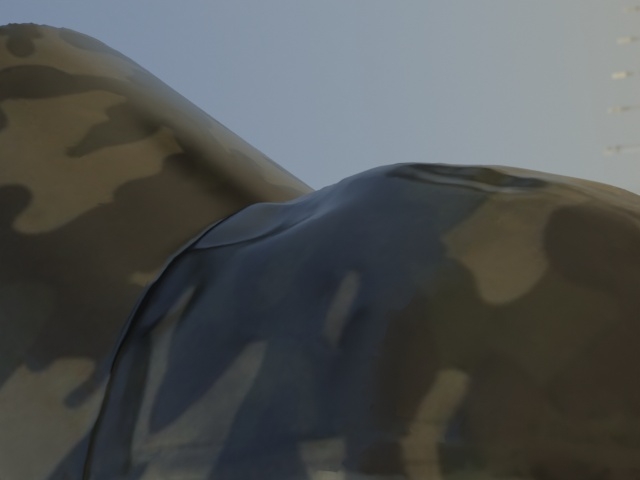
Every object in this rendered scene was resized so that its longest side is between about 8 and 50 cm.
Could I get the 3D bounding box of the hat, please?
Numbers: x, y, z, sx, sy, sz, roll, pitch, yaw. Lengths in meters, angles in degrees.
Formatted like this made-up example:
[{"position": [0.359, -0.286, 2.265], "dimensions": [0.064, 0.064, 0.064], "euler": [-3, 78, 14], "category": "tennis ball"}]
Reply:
[{"position": [0.000, 0.000, 0.540], "dimensions": [0.382, 0.257, 0.366], "euler": [51, -142, 10], "category": "hat"}]
